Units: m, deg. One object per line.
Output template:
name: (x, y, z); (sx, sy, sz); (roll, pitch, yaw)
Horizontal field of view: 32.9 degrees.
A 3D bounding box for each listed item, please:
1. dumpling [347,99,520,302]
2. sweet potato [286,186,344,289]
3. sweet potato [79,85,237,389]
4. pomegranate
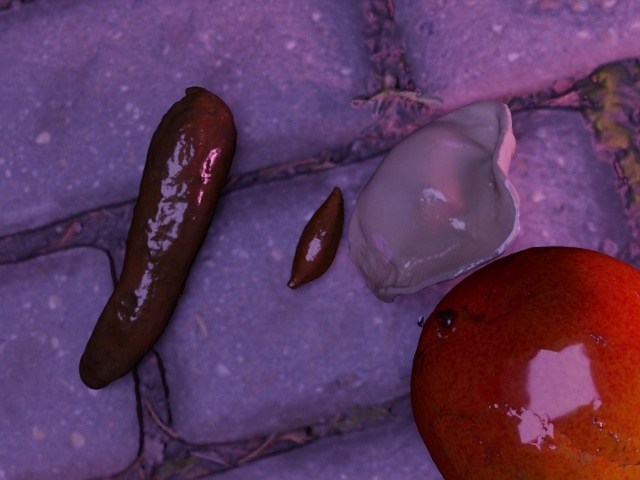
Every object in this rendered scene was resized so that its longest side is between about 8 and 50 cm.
dumpling: (0.101, -0.028, 0.841); (0.169, 0.100, 0.134); (-34, 36, -9)
sweet potato: (0.000, 0.000, 0.905); (0.034, 0.034, 0.095); (24, 87, 12)
sweet potato: (-0.134, 0.003, 0.912); (0.075, 0.075, 0.273); (19, 90, 12)
pomegranate: (0.176, 0.116, 0.771); (0.210, 0.210, 0.235); (-46, 77, 1)
